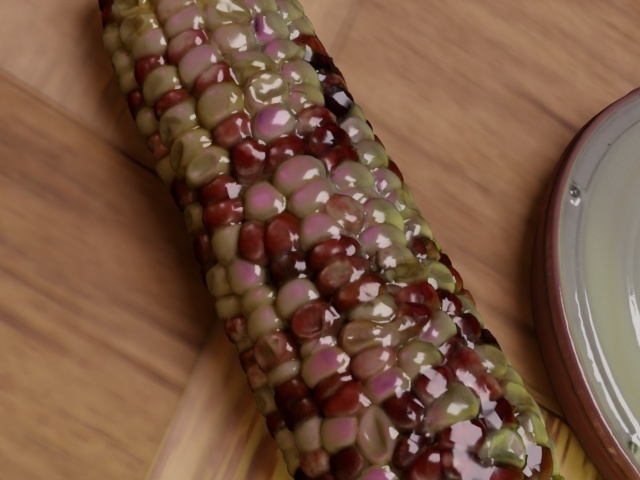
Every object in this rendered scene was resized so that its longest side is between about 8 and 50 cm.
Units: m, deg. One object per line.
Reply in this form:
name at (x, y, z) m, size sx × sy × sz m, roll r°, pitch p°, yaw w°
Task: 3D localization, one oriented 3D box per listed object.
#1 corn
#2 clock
corn at (0.000, 0.000, 0.642) m, size 0.092 × 0.092 × 0.280 m, roll -16°, pitch 73°, yaw -35°
clock at (0.198, 0.038, 0.762) m, size 0.244 × 0.056 × 0.244 m, roll 14°, pitch 59°, yaw -24°
